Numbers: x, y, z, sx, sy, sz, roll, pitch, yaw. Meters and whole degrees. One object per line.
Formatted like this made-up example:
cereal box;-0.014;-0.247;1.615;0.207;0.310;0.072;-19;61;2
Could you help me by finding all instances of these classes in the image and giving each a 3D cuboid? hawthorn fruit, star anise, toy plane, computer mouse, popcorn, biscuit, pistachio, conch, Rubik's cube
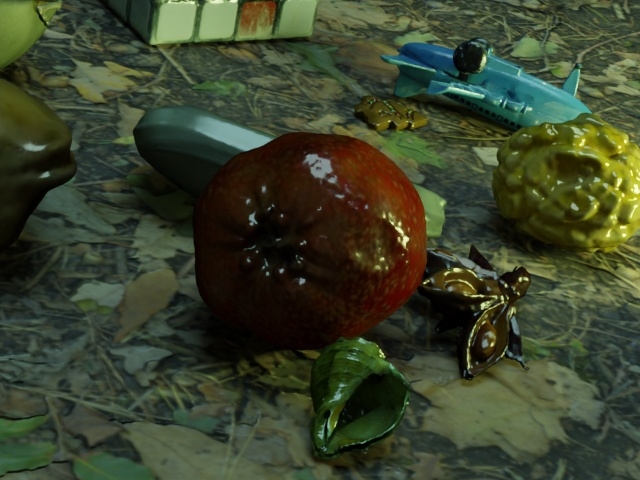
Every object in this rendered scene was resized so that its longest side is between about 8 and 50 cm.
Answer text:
hawthorn fruit;0.000;0.000;1.416;0.205;0.205;0.253;23;8;18
star anise;0.137;0.049;1.503;0.157;0.053;0.212;33;35;-13
toy plane;0.213;-0.192;1.954;0.271;0.105;0.254;14;14;10
computer mouse;-0.034;-0.059;1.606;0.331;0.095;0.197;20;7;6
popcorn;0.271;-0.062;1.703;0.180;0.180;0.170;9;57;-7
biscuit;0.086;-0.152;1.912;0.092;0.016;0.082;7;28;-7
pistachio;-0.338;-0.074;1.452;0.213;0.162;0.260;-11;16;-13
conch;0.031;0.131;1.312;0.089;0.074;0.121;1;46;25
Rubik's cube;-0.150;-0.419;2.048;0.256;0.253;0.259;-7;33;-31

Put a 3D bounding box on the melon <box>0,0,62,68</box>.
melon;-0.427;-0.303;1.722;0.308;0.271;0.271;25;27;-8
